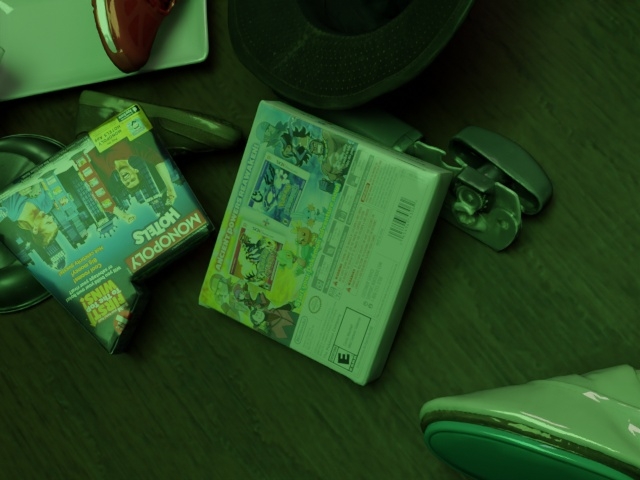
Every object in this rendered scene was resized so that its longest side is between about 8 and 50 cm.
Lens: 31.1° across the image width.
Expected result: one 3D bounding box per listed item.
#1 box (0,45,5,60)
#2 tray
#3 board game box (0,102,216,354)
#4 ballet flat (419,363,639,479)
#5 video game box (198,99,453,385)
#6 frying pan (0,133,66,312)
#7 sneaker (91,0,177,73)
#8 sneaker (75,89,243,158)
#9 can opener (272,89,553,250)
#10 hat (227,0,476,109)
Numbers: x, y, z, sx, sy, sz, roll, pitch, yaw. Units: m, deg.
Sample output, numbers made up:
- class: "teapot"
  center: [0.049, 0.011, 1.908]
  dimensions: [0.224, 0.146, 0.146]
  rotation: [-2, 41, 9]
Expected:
- class: "box"
  center: [-0.430, -0.137, 1.191]
  dimensions: [0.114, 0.103, 0.203]
  rotation: [26, 91, 53]
- class: "tray"
  center: [-0.243, -0.229, 1.232]
  dimensions: [0.270, 0.030, 0.145]
  rotation: [-8, 71, 16]
- class: "board game box"
  center: [-0.203, 0.001, 1.112]
  dimensions: [0.194, 0.060, 0.194]
  rotation: [-31, 85, 2]
- class: "ballet flat"
  center: [0.281, 0.174, 0.907]
  dimensions: [0.400, 0.139, 0.139]
  rotation: [17, 80, 17]
- class: "video game box"
  center: [0.000, 0.000, 1.041]
  dimensions: [0.187, 0.048, 0.205]
  rotation: [25, 105, 20]
- class: "frying pan"
  center: [-0.390, -0.012, 1.209]
  dimensions: [0.326, 0.053, 0.197]
  rotation: [-10, 71, 11]
- class: "sneaker"
  center: [-0.153, -0.279, 1.156]
  dimensions: [0.128, 0.087, 0.221]
  rotation: [-6, 74, 17]
- class: "sneaker"
  center: [-0.164, -0.102, 1.162]
  dimensions: [0.188, 0.066, 0.071]
  rotation: [15, 98, 25]
- class: "can opener"
  center: [0.082, -0.090, 1.078]
  dimensions: [0.283, 0.076, 0.095]
  rotation: [34, 55, 24]
- class: "hat"
  center: [0.062, -0.268, 1.081]
  dimensions: [0.331, 0.134, 0.331]
  rotation: [-9, 73, 32]
